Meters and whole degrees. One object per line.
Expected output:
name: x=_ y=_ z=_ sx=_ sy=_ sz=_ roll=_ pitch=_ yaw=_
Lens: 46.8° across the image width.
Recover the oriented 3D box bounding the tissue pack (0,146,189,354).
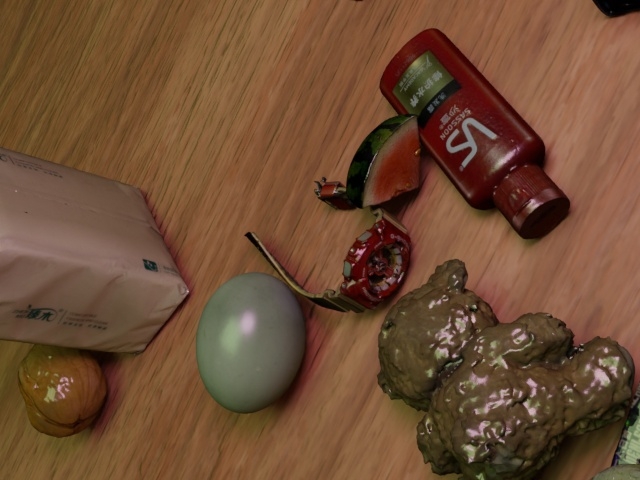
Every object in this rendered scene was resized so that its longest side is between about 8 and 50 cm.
tissue pack: x=-0.442 y=0.014 z=1.170 sx=0.207 sy=0.380 sz=0.297 roll=-50 pitch=53 yaw=19

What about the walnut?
walnut: x=-0.435 y=0.239 z=1.248 sx=0.144 sy=0.144 sz=0.180 roll=-56 pitch=47 yaw=9

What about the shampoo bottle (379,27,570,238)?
shampoo bottle: x=0.189 y=-0.136 z=0.933 sx=0.118 sy=0.076 sz=0.314 roll=-44 pitch=54 yaw=20

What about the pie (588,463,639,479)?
pie: x=0.318 y=0.301 z=0.644 sx=0.240 sy=0.054 sz=0.241 roll=21 pitch=124 yaw=35

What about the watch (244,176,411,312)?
watch: x=0.007 y=-0.002 z=1.030 sx=0.165 sy=0.102 sz=0.268 roll=-54 pitch=42 yaw=1

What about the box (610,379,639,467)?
box: x=0.436 y=0.186 z=0.638 sx=0.310 sy=0.084 sz=0.198 roll=19 pitch=88 yaw=39

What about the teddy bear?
teddy bear: x=0.164 y=0.153 z=0.810 sx=0.267 sy=0.156 sz=0.256 roll=-59 pitch=40 yaw=20

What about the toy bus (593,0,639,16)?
toy bus: x=0.432 y=-0.354 z=0.780 sx=0.287 sy=0.138 sz=0.175 roll=0 pitch=76 yaw=37

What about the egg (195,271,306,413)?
egg: x=-0.095 y=0.139 z=1.012 sx=0.149 sy=0.149 sz=0.192 roll=-4 pitch=74 yaw=36

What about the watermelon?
watermelon: x=0.095 y=-0.101 z=0.963 sx=0.094 sy=0.125 sz=0.135 roll=34 pitch=114 yaw=-5
